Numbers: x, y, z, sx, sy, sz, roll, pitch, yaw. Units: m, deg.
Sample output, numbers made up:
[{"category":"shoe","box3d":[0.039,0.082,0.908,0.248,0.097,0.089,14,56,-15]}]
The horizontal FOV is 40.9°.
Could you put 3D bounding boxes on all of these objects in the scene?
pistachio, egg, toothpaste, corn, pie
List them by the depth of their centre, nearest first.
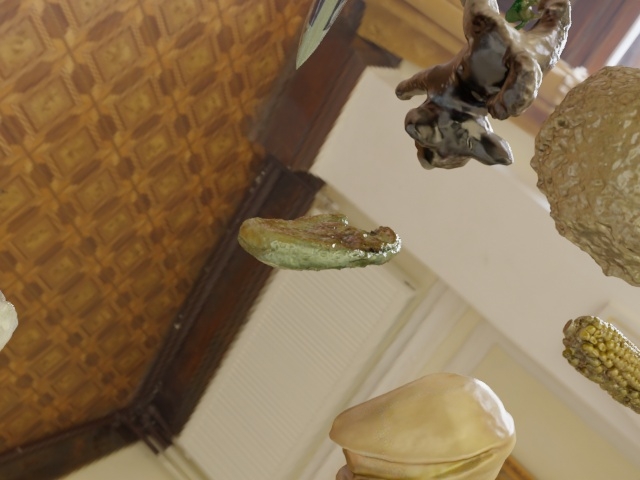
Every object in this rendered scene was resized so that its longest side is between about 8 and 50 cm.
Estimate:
[{"category":"toothpaste","box3d":[0.017,-0.257,0.854,0.233,0.038,0.060,126,-16,-56]},{"category":"egg","box3d":[0.417,-0.079,1.049,0.279,0.310,0.279,-30,136,-35]},{"category":"corn","box3d":[0.522,0.234,1.410,0.097,0.320,0.097,-52,-174,8]},{"category":"pistachio","box3d":[0.176,0.346,1.464,0.321,0.229,0.238,-8,-175,-8]},{"category":"pie","box3d":[-0.006,0.000,1.547,0.302,0.302,0.067,-11,111,-57]}]

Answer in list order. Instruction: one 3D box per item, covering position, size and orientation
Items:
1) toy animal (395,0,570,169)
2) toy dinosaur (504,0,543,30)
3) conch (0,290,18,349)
[{"category":"toy animal","box3d":[0.247,-0.232,1.399,0.344,0.194,0.303,122,-18,-44]},{"category":"toy dinosaur","box3d":[0.322,-0.374,1.382,0.060,0.029,0.119,-29,155,19]},{"category":"conch","box3d":[-0.357,0.095,0.587,0.274,0.183,0.149,4,107,-30]}]
